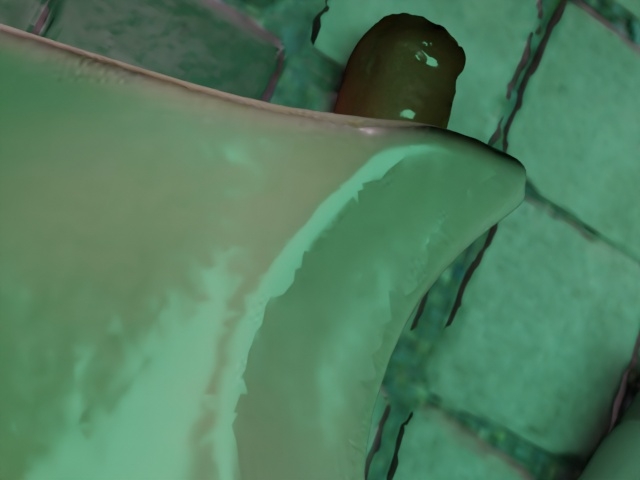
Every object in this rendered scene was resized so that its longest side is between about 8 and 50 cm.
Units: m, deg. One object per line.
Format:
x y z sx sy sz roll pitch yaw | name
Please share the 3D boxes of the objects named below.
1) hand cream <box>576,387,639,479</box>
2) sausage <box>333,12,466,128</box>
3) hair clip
0.092 0.148 0.522 0.133 0.083 0.247 33 76 -15 | hand cream
-0.001 0.000 0.520 0.047 0.040 0.176 35 67 -18 | sausage
-0.098 0.014 0.436 0.282 0.113 0.172 23 70 -27 | hair clip
